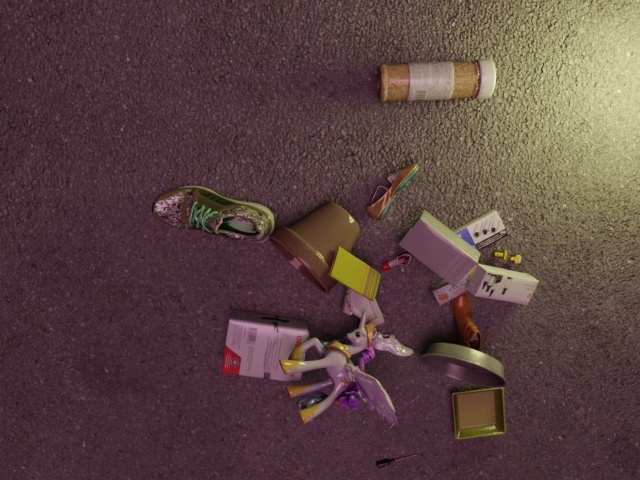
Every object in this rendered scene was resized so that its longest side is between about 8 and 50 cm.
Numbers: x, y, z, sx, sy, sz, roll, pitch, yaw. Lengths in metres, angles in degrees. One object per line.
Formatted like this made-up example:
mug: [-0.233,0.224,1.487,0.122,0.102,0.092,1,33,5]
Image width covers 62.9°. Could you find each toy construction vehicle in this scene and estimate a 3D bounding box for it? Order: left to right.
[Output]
toy construction vehicle: [0.643,0.079,1.822,0.098,0.035,0.086,6,90,-5]

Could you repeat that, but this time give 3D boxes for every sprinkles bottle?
sprinkles bottle: [0.360,-0.502,1.649,0.355,0.121,0.121,-2,101,-1]

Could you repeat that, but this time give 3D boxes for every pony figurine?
pony figurine: [0.074,0.449,1.727,0.363,0.303,0.351,-22,99,-16]

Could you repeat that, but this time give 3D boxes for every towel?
towel: [0.111,0.109,1.666,0.237,0.021,0.102,33,66,-42]

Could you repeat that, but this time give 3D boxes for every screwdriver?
screwdriver: [0.291,0.822,1.971,0.170,0.024,0.025,-19,72,-4]

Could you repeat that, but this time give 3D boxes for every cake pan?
cake pan: [0.488,0.423,1.779,0.293,0.293,0.054,24,68,-6]

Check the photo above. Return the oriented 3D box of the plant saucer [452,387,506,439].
plant saucer: [0.576,0.625,1.921,0.188,0.045,0.188,-7,101,1]

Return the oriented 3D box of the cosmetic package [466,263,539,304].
cosmetic package: [0.619,0.151,1.774,0.239,0.060,0.099,10,111,-25]

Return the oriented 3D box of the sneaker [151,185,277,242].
sneaker: [-0.346,-0.079,1.690,0.410,0.182,0.158,9,101,-3]

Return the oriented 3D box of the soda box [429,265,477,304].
soda box: [0.474,0.151,1.814,0.183,0.063,0.058,-27,103,3]

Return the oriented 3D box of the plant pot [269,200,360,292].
plant pot: [0.000,0.000,1.702,0.263,0.263,0.229,44,79,-9]

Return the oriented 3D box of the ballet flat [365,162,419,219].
ballet flat: [0.234,-0.175,1.739,0.073,0.080,0.232,37,97,7]

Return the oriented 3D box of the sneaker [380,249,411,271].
sneaker: [0.259,0.075,1.792,0.118,0.067,0.042,-33,100,5]

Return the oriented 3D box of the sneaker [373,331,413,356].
sneaker: [0.260,0.369,1.859,0.152,0.054,0.061,16,98,-4]

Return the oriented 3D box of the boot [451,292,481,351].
boot: [0.507,0.283,1.795,0.073,0.152,0.197,-9,102,0]

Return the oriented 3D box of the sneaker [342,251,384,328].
sneaker: [0.115,0.181,1.790,0.123,0.106,0.290,-23,102,1]

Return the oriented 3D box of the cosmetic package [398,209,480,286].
cosmetic package: [0.392,0.026,1.732,0.238,0.107,0.127,41,119,5]

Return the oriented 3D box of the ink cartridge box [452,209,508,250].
ink cartridge box: [0.524,-0.013,1.791,0.207,0.046,0.097,-28,99,5]

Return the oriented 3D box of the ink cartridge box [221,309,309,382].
ink cartridge box: [-0.188,0.366,1.818,0.272,0.114,0.197,9,100,-3]
